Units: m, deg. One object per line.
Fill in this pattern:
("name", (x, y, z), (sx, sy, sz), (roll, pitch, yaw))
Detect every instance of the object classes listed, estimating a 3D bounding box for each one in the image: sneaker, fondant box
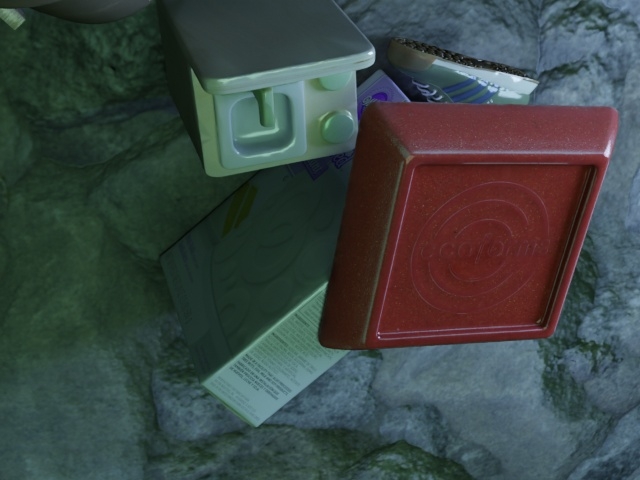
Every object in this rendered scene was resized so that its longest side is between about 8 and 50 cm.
("sneaker", (0.148, -0.158, 1.192), (0.192, 0.064, 0.086), (9, 113, -29))
("fondant box", (0.000, 0.000, 1.132), (0.330, 0.238, 0.096), (-39, 125, 7))

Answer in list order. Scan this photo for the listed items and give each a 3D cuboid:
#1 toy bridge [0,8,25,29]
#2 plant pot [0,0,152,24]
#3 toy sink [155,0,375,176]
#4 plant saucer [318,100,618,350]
("toy bridge", (-0.300, -0.223, 1.004), (0.188, 0.026, 0.063), (-42, 125, 8))
("plant pot", (-0.210, -0.283, 0.860), (0.263, 0.263, 0.229), (-32, 168, 1))
("toy sink", (-0.053, -0.150, 1.017), (0.153, 0.234, 0.131), (-13, 125, -13))
("plant saucer", (0.144, 0.000, 1.009), (0.258, 0.047, 0.259), (-1, 121, -20))
